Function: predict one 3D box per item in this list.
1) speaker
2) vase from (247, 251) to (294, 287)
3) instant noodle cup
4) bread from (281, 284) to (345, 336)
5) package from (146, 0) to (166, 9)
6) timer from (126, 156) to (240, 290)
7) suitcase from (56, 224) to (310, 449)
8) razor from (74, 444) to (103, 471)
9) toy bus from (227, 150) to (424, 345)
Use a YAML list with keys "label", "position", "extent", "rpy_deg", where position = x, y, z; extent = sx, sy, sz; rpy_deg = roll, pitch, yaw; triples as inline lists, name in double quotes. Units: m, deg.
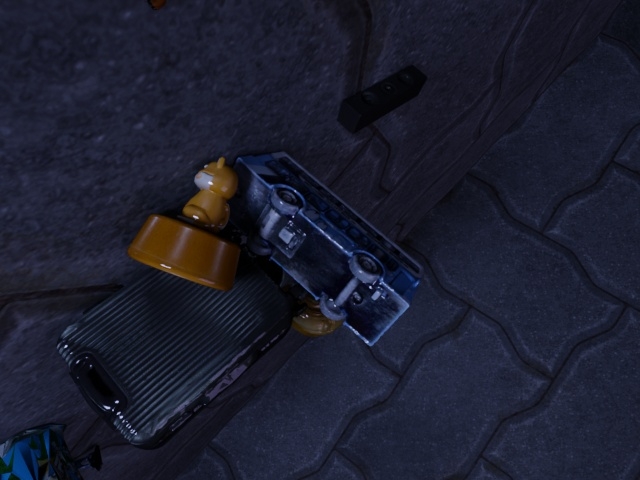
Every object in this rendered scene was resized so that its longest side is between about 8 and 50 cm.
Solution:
- label: "speaker"
  position: [0.110, -0.246, 0.793]
  extent: [0.191, 0.040, 0.046]
  rpy_deg: [-37, 164, -32]
- label: "vase"
  position: [-0.088, 0.064, 0.979]
  extent: [0.096, 0.096, 0.219]
  rpy_deg: [-48, 168, 9]
- label: "instant noodle cup"
  position: [-0.478, 0.443, 0.729]
  extent: [0.240, 0.178, 0.240]
  rpy_deg: [-43, 165, -15]
- label: "bread"
  position: [-0.010, 0.144, 1.184]
  extent: [0.236, 0.198, 0.120]
  rpy_deg: [-30, 164, -49]
- label: "package"
  position: [-0.103, -0.211, 0.314]
  extent: [0.077, 0.033, 0.110]
  rpy_deg: [-55, 171, -6]
- label: "timer"
  position: [-0.146, -0.029, 0.568]
  extent: [0.132, 0.132, 0.152]
  rpy_deg: [49, 61, -75]
- label: "suitcase"
  position: [-0.182, 0.125, 0.654]
  extent: [0.312, 0.202, 0.128]
  rpy_deg: [-40, 164, -25]
- label: "razor"
  position: [-0.585, 0.543, 0.974]
  extent: [0.253, 0.042, 0.082]
  rpy_deg: [-39, -155, -19]
- label: "toy bus"
  position: [0.000, 0.000, 0.646]
  extent: [0.106, 0.297, 0.131]
  rpy_deg: [-55, 169, 31]
